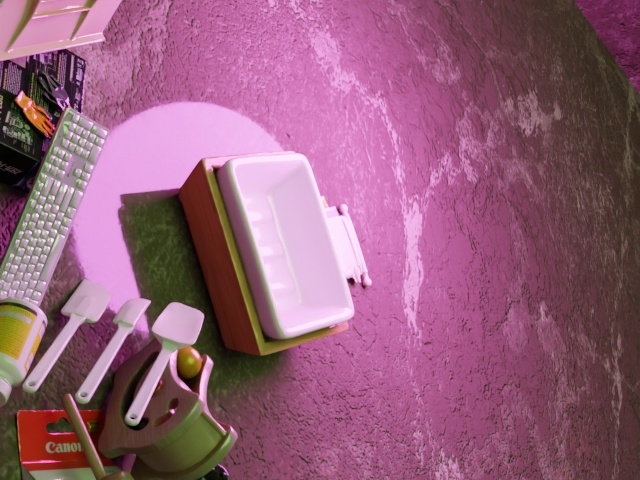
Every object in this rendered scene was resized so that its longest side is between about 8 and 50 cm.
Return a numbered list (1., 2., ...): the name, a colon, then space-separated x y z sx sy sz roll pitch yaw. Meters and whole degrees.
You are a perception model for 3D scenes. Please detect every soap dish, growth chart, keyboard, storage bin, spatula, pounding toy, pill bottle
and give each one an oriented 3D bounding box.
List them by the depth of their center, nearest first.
1. pill bottle: -0.358 0.128 1.363 0.065 0.065 0.116 46 40 -32
2. storage bin: -0.391 -0.351 1.419 0.262 0.123 0.260 46 32 11
3. spatula: -0.243 0.127 1.433 0.168 0.019 0.242 19 29 0
4. pounding toy: -0.201 0.195 1.435 0.155 0.154 0.269 51 23 -29
5. keyboard: -0.325 -0.030 1.441 0.072 0.014 0.256 28 78 -42
6. soap dish: -0.080 0.017 1.771 0.229 0.118 0.290 -11 83 -56
7. growth chart: 0.000 0.000 1.983 0.237 0.021 0.172 -3 76 -56

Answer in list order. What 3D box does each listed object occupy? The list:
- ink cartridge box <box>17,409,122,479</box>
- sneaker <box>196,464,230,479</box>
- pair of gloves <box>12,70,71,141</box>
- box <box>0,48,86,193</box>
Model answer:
1. ink cartridge box: -0.281 0.285 1.414 0.145 0.045 0.179 10 68 -53
2. sneaker: -0.175 0.390 1.474 0.106 0.078 0.234 99 15 -66
3. pair of gloves: -0.331 -0.163 1.458 0.074 0.010 0.083 55 35 -21
4. box: -0.373 -0.166 1.482 0.147 0.078 0.180 28 52 -46
